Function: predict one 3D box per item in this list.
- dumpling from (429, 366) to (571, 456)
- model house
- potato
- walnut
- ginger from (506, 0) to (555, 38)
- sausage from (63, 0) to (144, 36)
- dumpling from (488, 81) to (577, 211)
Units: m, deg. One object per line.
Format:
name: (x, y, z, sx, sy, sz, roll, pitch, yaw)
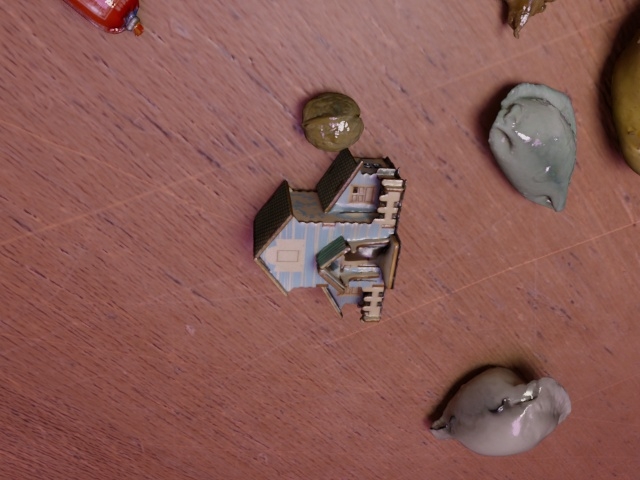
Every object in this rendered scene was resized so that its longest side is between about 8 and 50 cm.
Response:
dumpling: (0.373, 0.354, 1.012, 0.227, 0.243, 0.175, 23, 74, -37)
model house: (0.000, 0.000, 0.746, 0.207, 0.178, 0.271, 3, 121, -7)
potato: (0.510, -0.230, 0.703, 0.173, 0.140, 0.300, -16, 125, -7)
walnut: (0.017, -0.169, 0.705, 0.092, 0.092, 0.092, -3, 119, -6)
ginger: (0.295, -0.389, 0.638, 0.133, 0.059, 0.214, 39, 106, -15)
sausage: (-0.325, -0.342, 0.573, 0.274, 0.074, 0.074, 38, 108, -24)
dumpling: (0.344, -0.144, 0.746, 0.149, 0.105, 0.216, -34, 117, 11)
